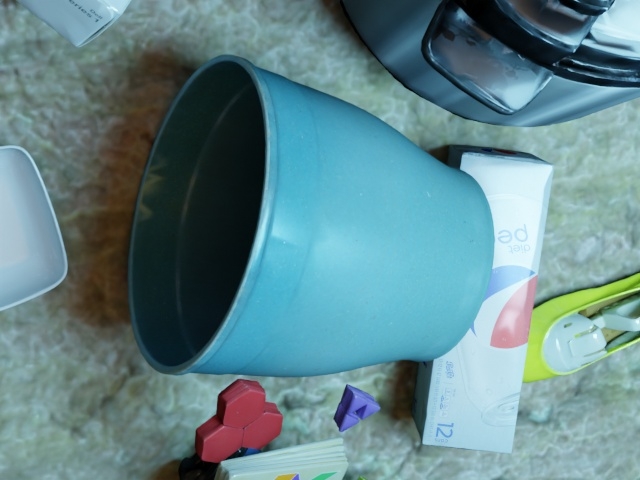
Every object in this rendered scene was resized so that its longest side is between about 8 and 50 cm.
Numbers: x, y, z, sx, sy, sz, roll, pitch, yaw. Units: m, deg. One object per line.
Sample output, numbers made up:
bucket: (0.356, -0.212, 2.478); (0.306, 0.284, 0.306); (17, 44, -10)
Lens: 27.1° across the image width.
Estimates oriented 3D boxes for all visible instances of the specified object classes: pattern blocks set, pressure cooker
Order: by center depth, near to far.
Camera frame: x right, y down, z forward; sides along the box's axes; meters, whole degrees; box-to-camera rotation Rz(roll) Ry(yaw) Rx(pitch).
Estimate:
pressure cooker: (0.213, -0.291, 1.045); (0.375, 0.420, 0.370); (-10, 90, -10)
pattern blocks set: (-0.056, 0.261, 1.231); (0.285, 0.026, 0.325); (10, 118, -42)

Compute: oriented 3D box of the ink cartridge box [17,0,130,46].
ink cartridge box: (-0.192, -0.293, 1.078); (0.160, 0.092, 0.219); (38, 61, -20)

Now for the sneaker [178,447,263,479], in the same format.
sneaker: (-0.116, 0.255, 1.276); (0.084, 0.058, 0.152); (38, 84, -26)

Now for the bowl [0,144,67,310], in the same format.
bowl: (-0.306, -0.008, 1.169); (0.142, 0.053, 0.142); (-19, 106, -13)

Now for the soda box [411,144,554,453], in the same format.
soda box: (0.155, 0.055, 1.290); (0.091, 0.098, 0.286); (7, 99, -4)

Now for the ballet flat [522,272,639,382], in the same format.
ballet flat: (0.288, 0.086, 1.357); (0.231, 0.077, 0.077); (-22, 105, -11)

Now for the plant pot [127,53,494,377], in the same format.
plant pot: (0.000, 0.000, 1.167); (0.255, 0.271, 0.272); (12, 97, -29)
